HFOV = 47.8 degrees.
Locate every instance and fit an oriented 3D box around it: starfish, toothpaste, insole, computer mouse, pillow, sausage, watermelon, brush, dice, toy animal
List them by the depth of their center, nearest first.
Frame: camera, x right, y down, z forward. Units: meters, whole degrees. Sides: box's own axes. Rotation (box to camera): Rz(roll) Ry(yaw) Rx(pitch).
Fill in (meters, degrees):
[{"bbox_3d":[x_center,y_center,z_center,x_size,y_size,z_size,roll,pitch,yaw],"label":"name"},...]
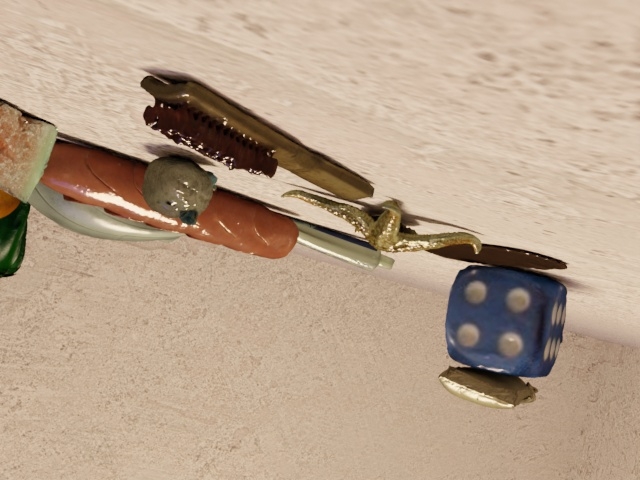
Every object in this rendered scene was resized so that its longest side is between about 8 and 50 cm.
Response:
[{"bbox_3d":[-0.033,-0.057,0.523,0.043,0.036,0.248,18,179,31],"label":"brush"},{"bbox_3d":[-0.380,-0.124,0.728,0.154,0.094,0.241,25,175,-2],"label":"watermelon"},{"bbox_3d":[0.062,-0.016,0.778,0.216,0.050,0.223,23,172,5],"label":"starfish"},{"bbox_3d":[-0.168,-0.060,0.850,0.079,0.070,0.253,32,177,-9],"label":"toy animal"},{"bbox_3d":[0.208,0.019,0.936,0.111,0.007,0.328,17,176,-10],"label":"insole"},{"bbox_3d":[-0.199,-0.051,1.009,0.433,0.088,0.088,17,176,-36],"label":"sausage"},{"bbox_3d":[0.267,0.117,1.037,0.146,0.147,0.143,10,179,30],"label":"dice"},{"bbox_3d":[0.250,0.215,1.070,0.119,0.053,0.208,10,175,26],"label":"pillow"},{"bbox_3d":[-0.301,-0.058,1.102,0.370,0.122,0.188,14,179,-37],"label":"computer mouse"},{"bbox_3d":[0.000,0.000,1.222,0.268,0.047,0.069,18,-165,-10],"label":"toothpaste"}]

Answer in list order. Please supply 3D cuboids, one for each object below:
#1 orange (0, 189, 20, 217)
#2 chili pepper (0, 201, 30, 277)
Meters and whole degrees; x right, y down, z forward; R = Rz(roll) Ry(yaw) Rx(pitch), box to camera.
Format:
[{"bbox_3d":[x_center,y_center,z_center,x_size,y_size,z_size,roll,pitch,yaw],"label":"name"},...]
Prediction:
[{"bbox_3d":[-0.523,-0.082,1.073,0.156,0.134,0.156,-29,-178,1],"label":"orange"},{"bbox_3d":[-0.619,-0.064,1.244,0.248,0.257,0.233,15,172,-10],"label":"chili pepper"}]
